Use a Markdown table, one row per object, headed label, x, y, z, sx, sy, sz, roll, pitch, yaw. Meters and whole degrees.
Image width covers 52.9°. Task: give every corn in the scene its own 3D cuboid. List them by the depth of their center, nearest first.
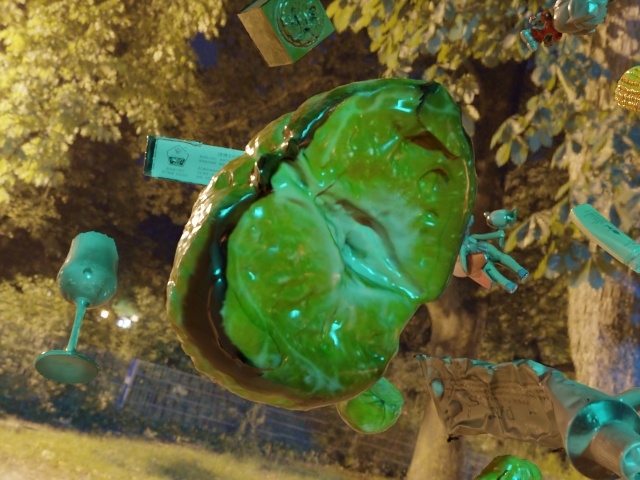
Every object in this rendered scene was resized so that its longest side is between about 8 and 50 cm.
| label | x | y | z | sx | sy | sz | roll | pitch | yaw |
| --- | --- | --- | --- | --- | --- | --- | --- | --- | --- |
| corn | 0.577 | -0.252 | 1.094 | 0.063 | 0.085 | 0.165 | 46 | 0 | -26 |

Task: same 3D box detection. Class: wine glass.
| label | x | y | z | sx | sy | sz | roll | pitch | yaw |
| --- | --- | --- | --- | --- | --- | --- | --- | --- | --- |
| wine glass | -0.308 | 0.082 | 0.834 | 0.079 | 0.195 | 0.079 | -2 | -41 | -1 |

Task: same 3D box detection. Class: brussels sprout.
| label | x | y | z | sx | sy | sz | roll | pitch | yaw |
| --- | --- | --- | --- | --- | --- | --- | --- | --- | --- |
| brussels sprout | 0.105 | 0.373 | 1.471 | 0.149 | 0.122 | 0.151 | 31 | 17 | -24 |

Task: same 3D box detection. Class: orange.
| label | x | y | z | sx | sy | sz | roll | pitch | yaw |
| --- | --- | --- | --- | --- | --- | --- | --- | --- | --- |
| orange | 0.000 | 0.000 | 0.699 | 0.271 | 0.368 | 0.210 | 46 | -13 | -23 |

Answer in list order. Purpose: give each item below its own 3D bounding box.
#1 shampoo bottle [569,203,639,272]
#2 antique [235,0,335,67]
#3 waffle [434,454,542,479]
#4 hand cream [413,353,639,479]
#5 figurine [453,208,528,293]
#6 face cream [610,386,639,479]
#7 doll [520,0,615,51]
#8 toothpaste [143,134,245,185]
| label | x | y | z | sx | sy | sz | roll | pitch | yaw |
| --- | --- | --- | --- | --- | --- | --- | --- | --- | --- |
| shampoo bottle | 0.663 | -0.008 | 1.473 | 0.072 | 0.049 | 0.212 | -15 | 43 | -25 |
| antique | -0.076 | -0.498 | 1.460 | 0.148 | 0.147 | 0.152 | 18 | -33 | 57 |
| waffle | 0.075 | 0.308 | 0.525 | 0.060 | 0.311 | 0.307 | 33 | 7 | 35 |
| hand cream | 0.146 | 0.126 | 0.473 | 0.050 | 0.084 | 0.257 | -23 | 0 | -17 |
| figurine | 0.352 | 0.000 | 1.424 | 0.260 | 0.205 | 0.103 | 43 | 15 | 32 |
| face cream | 0.450 | 0.301 | 0.821 | 0.175 | 0.194 | 0.175 | -21 | -2 | -1 |
| doll | 0.456 | -0.411 | 1.192 | 0.180 | 0.079 | 0.094 | -22 | -68 | 42 |
| toothpaste | -0.106 | -0.101 | 0.981 | 0.313 | 0.071 | 0.089 | 8 | 4 | -6 |
